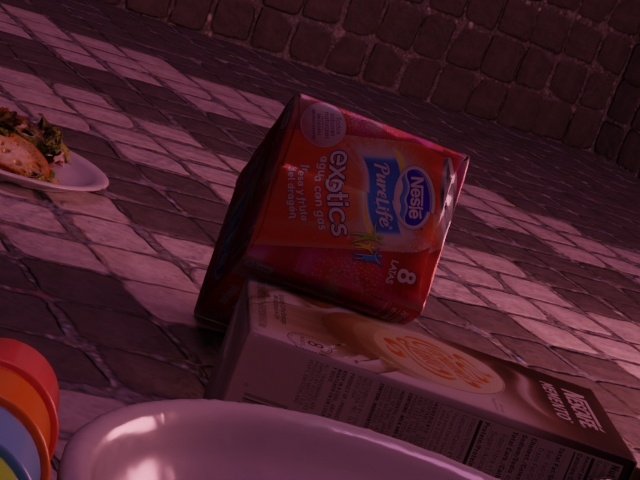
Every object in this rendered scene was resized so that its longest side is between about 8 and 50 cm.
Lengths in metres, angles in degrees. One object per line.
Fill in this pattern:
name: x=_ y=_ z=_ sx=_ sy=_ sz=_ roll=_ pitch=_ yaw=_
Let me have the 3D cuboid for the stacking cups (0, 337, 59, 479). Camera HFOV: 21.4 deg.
stacking cups: x=-0.169 y=0.107 z=0.754 sx=0.096 sy=0.096 sz=0.316 roll=19 pitch=11 yaw=-9

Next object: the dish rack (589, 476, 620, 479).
dish rack: x=0.164 y=0.214 z=0.853 sx=0.208 sy=0.074 sz=0.271 roll=32 pitch=16 yaw=30

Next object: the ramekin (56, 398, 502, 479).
ramekin: x=0.015 y=0.179 z=0.636 sx=0.277 sy=0.135 sz=0.277 roll=20 pitch=11 yaw=-4

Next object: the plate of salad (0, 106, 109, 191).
plate of salad: x=-0.286 y=-0.093 z=1.553 sx=0.199 sy=0.048 sz=0.200 roll=19 pitch=12 yaw=-4

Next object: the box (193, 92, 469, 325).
box: x=0.000 y=0.000 z=1.218 sx=0.128 sy=0.123 sz=0.257 roll=19 pitch=-14 yaw=-8

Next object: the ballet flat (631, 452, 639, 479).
ballet flat: x=0.205 y=0.182 z=1.099 sx=0.079 sy=0.077 sz=0.221 roll=24 pitch=16 yaw=4

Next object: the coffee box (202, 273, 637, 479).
coffee box: x=0.055 y=0.118 z=1.061 sx=0.246 sy=0.098 sz=0.141 roll=19 pitch=12 yaw=-8
